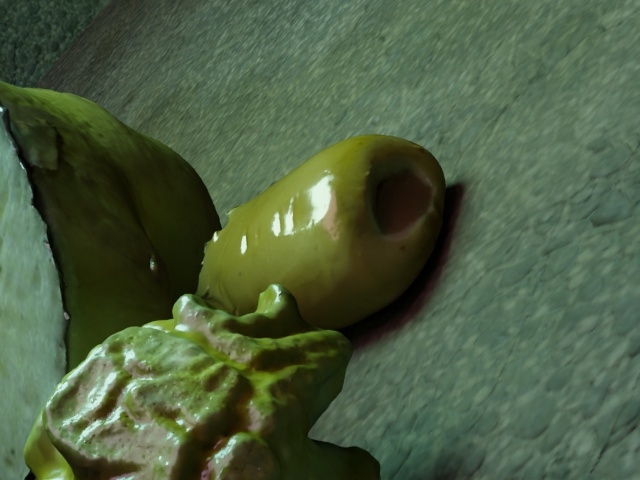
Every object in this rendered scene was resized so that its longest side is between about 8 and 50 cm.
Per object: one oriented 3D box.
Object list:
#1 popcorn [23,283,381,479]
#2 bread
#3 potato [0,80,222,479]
[{"bbox_3d":[-0.059,0.130,0.801,0.167,0.187,0.185,-20,-15,-41],"label":"popcorn"},{"bbox_3d":[-0.001,-0.001,1.026,0.173,0.085,0.134,-31,27,45],"label":"bread"},{"bbox_3d":[-0.167,0.009,1.149,0.397,0.296,0.290,8,99,49],"label":"potato"}]
